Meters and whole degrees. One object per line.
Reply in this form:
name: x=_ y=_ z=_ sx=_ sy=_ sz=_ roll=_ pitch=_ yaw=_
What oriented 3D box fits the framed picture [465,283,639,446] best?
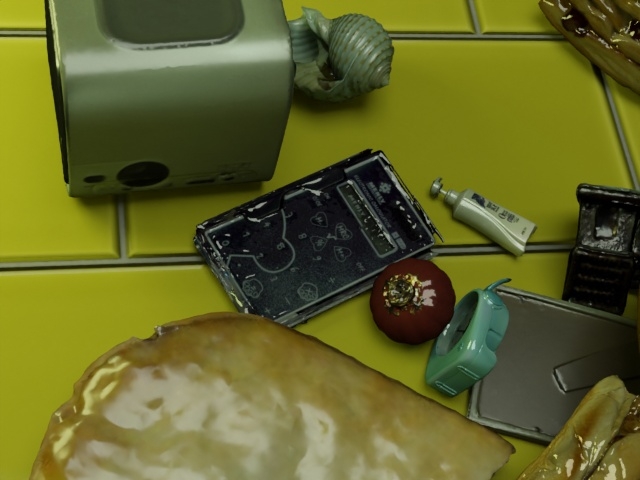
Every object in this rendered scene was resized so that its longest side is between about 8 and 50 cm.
framed picture: x=0.306 y=0.161 z=1.368 sx=0.260 sy=0.023 sz=0.189 roll=15 pitch=59 yaw=-3

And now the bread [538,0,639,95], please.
bread: x=0.500 y=-0.328 z=1.602 sx=0.324 sy=0.167 sz=0.277 roll=38 pitch=61 yaw=12

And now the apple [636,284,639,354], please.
apple: x=0.525 y=0.111 z=1.263 sx=0.400 sy=0.333 sz=0.400 roll=29 pitch=39 yaw=-27

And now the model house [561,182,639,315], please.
model house: x=0.365 y=0.016 z=1.416 sx=0.165 sy=0.106 sz=0.152 roll=9 pitch=91 yaw=-3

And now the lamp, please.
lamp: x=0.105 y=0.070 z=1.341 sx=0.101 sy=0.090 sz=0.101 roll=-6 pitch=76 yaw=24

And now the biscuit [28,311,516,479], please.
biscuit: x=-0.073 y=0.280 z=1.179 sx=0.446 sy=0.104 sz=0.429 roll=28 pitch=58 yaw=2

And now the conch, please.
conch: x=0.020 y=-0.226 z=1.487 sx=0.153 sy=0.102 sz=0.135 roll=26 pitch=65 yaw=42

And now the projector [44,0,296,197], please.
projector: x=-0.183 y=-0.204 z=1.346 sx=0.249 sy=0.248 sz=0.248 roll=-6 pitch=62 yaw=-15

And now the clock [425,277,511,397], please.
clock: x=0.173 y=0.100 z=1.331 sx=0.045 sy=0.108 sz=0.147 roll=32 pitch=54 yaw=-9

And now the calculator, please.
calculator: x=0.000 y=0.000 z=1.395 sx=0.274 sy=0.028 sz=0.165 roll=-25 pitch=68 yaw=-23

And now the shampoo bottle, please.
shampoo bottle: x=0.197 y=-0.033 z=1.451 sx=0.141 sy=0.034 sz=0.049 roll=30 pitch=65 yaw=8

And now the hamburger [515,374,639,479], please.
hamburger: x=0.270 y=0.242 z=1.215 sx=0.214 sy=0.213 sz=0.108 roll=-37 pitch=72 yaw=-27
